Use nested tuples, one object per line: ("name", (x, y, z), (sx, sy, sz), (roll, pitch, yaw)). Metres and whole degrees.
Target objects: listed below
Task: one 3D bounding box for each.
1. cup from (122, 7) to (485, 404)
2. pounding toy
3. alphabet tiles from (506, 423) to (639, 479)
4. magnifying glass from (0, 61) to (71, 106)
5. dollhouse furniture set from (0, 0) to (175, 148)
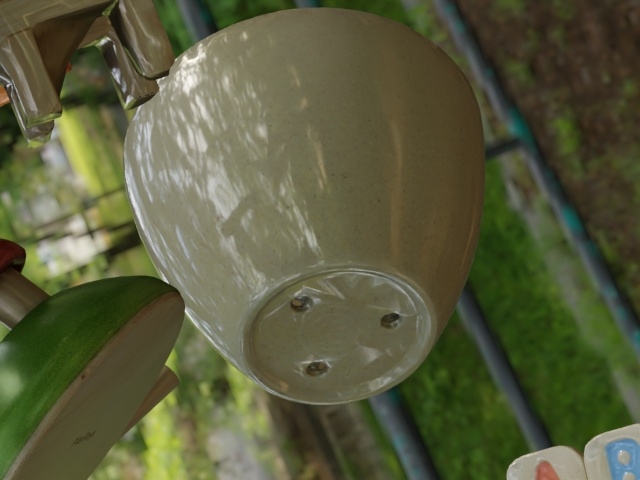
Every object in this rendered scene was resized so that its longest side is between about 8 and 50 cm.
("cup", (0.000, 0.000, 1.631), (0.237, 0.331, 0.331), (-101, -2, -48))
("pounding toy", (-0.171, 0.082, 1.052), (0.110, 0.183, 0.237), (35, 162, 8))
("alphabet tiles", (0.210, 0.247, 1.125), (0.021, 0.284, 0.278), (10, -115, -54))
("magnifying glass", (-0.294, -0.090, 1.429), (0.092, 0.231, 0.026), (49, -160, -49))
("dollhouse furniture set", (-0.279, -0.138, 0.897), (0.394, 0.362, 0.257), (172, 76, -80))
